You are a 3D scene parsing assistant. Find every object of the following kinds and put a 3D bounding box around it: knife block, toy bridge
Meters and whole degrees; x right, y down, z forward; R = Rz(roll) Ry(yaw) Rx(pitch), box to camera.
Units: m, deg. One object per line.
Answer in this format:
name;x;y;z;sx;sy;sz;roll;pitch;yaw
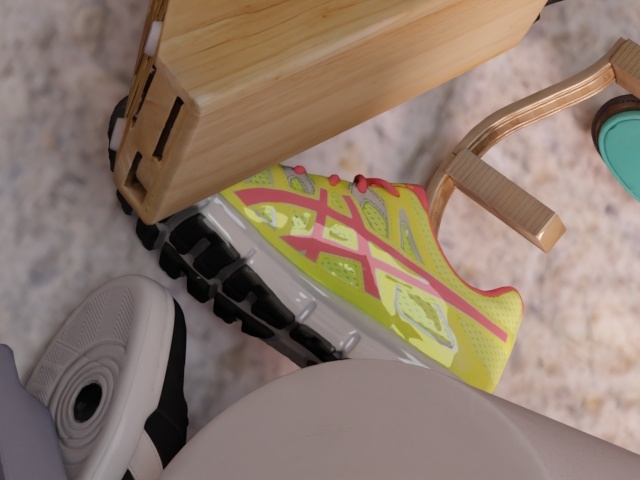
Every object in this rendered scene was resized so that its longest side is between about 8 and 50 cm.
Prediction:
knife block;0.054;-0.115;0.823;0.242;0.088;0.275;15;55;-9
toy bridge;0.084;-0.019;0.894;0.063;0.026;0.188;38;86;27

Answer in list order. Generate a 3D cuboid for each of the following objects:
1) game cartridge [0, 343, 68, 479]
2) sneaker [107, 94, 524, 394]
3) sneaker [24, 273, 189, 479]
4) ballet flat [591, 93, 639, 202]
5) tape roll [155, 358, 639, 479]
game cartridge;-0.190;0.048;0.652;0.062;0.198;0.297;-34;131;14
sneaker;0.000;0.000;0.838;0.208;0.081;0.094;41;70;-7
sneaker;-0.074;0.133;0.814;0.121;0.079;0.216;29;67;-38
ballet flat;0.220;-0.023;0.959;0.203;0.074;0.074;33;74;-13
tape roll;0.048;0.181;0.705;0.169;0.246;0.246;24;76;-42
